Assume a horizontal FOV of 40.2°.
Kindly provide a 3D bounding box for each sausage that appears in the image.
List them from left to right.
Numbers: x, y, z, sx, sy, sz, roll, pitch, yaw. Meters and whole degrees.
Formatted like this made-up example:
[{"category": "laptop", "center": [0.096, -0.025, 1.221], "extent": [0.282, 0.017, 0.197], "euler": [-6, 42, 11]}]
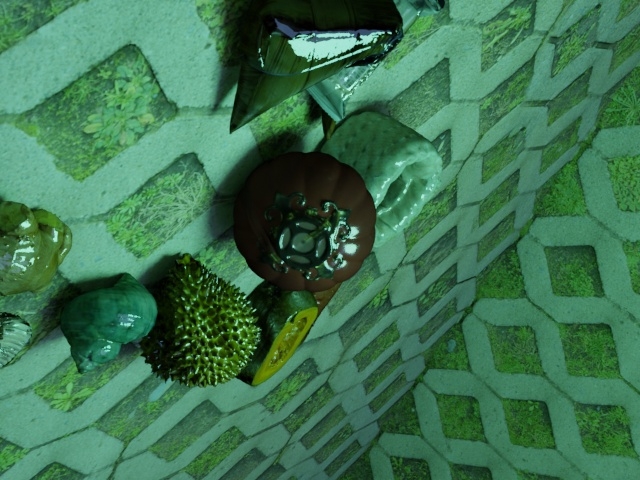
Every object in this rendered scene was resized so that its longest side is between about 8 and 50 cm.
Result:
[{"category": "sausage", "center": [-0.030, 0.157, 2.372], "extent": [0.102, 0.102, 0.330], "euler": [-7, 134, -57]}]

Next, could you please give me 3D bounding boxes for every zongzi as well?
[{"category": "zongzi", "center": [-0.021, -0.307, 1.546], "extent": [0.286, 0.138, 0.300], "euler": [-5, 137, -29]}]

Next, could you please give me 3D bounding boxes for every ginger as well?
[{"category": "ginger", "center": [-0.478, 0.017, 1.371], "extent": [0.157, 0.102, 0.216], "euler": [-51, 155, -1]}]

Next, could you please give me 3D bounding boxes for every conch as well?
[{"category": "conch", "center": [-0.405, 0.160, 1.680], "extent": [0.202, 0.134, 0.196], "euler": [-40, 154, -18]}]

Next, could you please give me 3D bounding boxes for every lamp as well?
[{"category": "lamp", "center": [-0.032, -0.037, 1.821], "extent": [0.303, 0.303, 0.257], "euler": [-55, -168, 18]}]

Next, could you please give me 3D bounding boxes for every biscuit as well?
[{"category": "biscuit", "center": [0.076, -0.387, 1.629], "extent": [0.186, 0.079, 0.309], "euler": [38, 93, -23]}]

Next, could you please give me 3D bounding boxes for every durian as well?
[{"category": "durian", "center": [-0.257, 0.182, 1.848], "extent": [0.258, 0.258, 0.293], "euler": [-23, 141, -44]}]

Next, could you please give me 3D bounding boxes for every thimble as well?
[{"category": "thimble", "center": [0.130, -0.147, 2.020], "extent": [0.291, 0.195, 0.291], "euler": [-37, 151, -24]}]

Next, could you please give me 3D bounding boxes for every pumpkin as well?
[{"category": "pumpkin", "center": [-0.145, 0.239, 2.260], "extent": [0.317, 0.139, 0.222], "euler": [-55, 159, 25]}]

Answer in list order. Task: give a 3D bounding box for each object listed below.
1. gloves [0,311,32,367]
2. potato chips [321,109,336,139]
[{"category": "gloves", "center": [-0.573, 0.138, 1.327], "extent": [0.210, 0.135, 0.312], "euler": [-10, 155, 15]}, {"category": "potato chips", "center": [0.040, -0.296, 1.782], "extent": [0.150, 0.049, 0.201], "euler": [-69, -171, -25]}]
